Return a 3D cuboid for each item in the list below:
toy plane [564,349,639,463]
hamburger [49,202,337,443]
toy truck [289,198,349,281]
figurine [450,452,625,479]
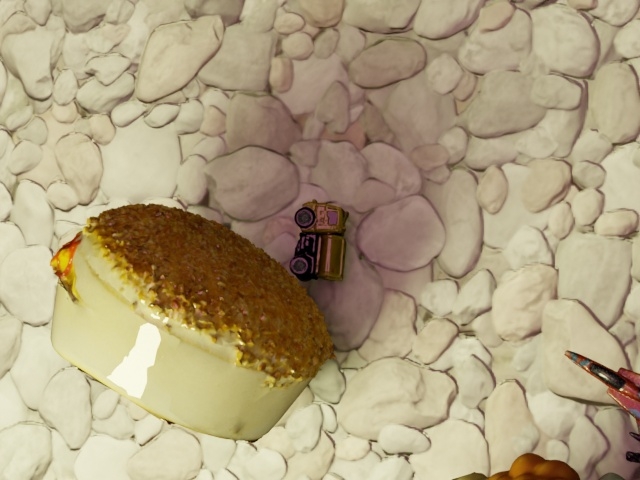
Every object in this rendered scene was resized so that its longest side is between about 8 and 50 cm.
[{"bbox_3d":[0.312,0.153,1.811,0.189,0.061,0.130,31,92,32],"label":"toy plane"},{"bbox_3d":[-0.130,0.070,1.918,0.294,0.276,0.179,29,101,23],"label":"hamburger"},{"bbox_3d":[0.000,0.000,1.998,0.054,0.049,0.083,4,81,8],"label":"toy truck"},{"bbox_3d":[0.149,0.306,1.797,0.382,0.205,0.224,3,81,45],"label":"figurine"}]
